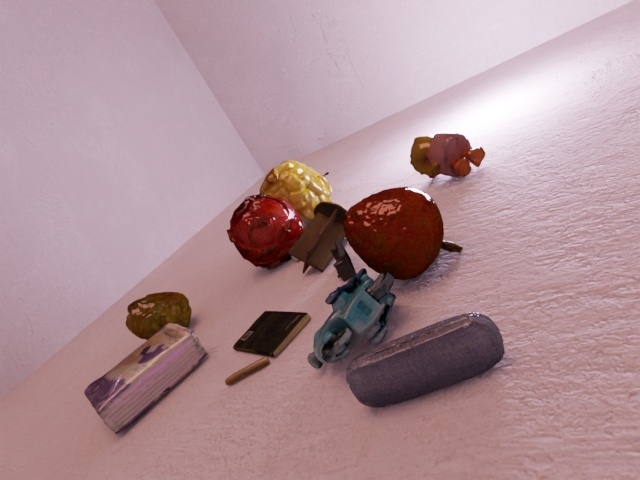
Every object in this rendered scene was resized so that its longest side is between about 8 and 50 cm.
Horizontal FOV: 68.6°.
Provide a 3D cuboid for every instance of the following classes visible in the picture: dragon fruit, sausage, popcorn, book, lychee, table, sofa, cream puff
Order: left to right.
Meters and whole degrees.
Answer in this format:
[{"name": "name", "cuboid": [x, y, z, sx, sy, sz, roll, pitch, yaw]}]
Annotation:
[{"name": "cream puff", "cuboid": [-0.609, 0.285, 1.780, 0.244, 0.196, 0.244, -8, 34, 5]}, {"name": "sausage", "cuboid": [-0.194, 0.343, 1.227, 0.132, 0.024, 0.024, -29, 18, 5]}, {"name": "dragon fruit", "cuboid": [-0.216, -0.035, 1.879, 0.295, 0.301, 0.296, -31, 37, 26]}, {"name": "book", "cuboid": [-0.145, 0.264, 1.353, 0.228, 0.024, 0.160, -9, 30, 51]}, {"name": "popcorn", "cuboid": [-0.123, -0.182, 2.122, 0.382, 0.348, 0.349, -55, 12, 17]}, {"name": "table", "cuboid": [0.000, 0.000, 1.631, 0.167, 0.167, 0.227, -12, 34, 46]}, {"name": "sofa", "cuboid": [0.060, 0.061, 1.456, 0.060, 0.085, 0.147, -27, 19, 5]}, {"name": "lychee", "cuboid": [0.209, -0.021, 1.202, 0.299, 0.255, 0.255, 2, 18, -5]}]

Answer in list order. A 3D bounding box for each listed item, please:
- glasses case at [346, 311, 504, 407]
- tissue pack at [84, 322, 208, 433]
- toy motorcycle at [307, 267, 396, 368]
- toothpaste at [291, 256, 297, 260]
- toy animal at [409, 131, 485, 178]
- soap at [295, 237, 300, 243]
[{"name": "glasses case", "cuboid": [0.177, 0.213, 0.816, 0.282, 0.109, 0.067, -27, 20, 16]}, {"name": "tissue pack", "cuboid": [-0.539, 0.409, 1.459, 0.343, 0.125, 0.242, -39, 18, -28]}, {"name": "toy motorcycle", "cuboid": [0.066, 0.180, 1.060, 0.260, 0.154, 0.206, -47, 0, -30]}, {"name": "toothpaste", "cuboid": [-0.040, 0.013, 1.830, 0.194, 0.043, 0.067, -38, 15, -37]}, {"name": "toy animal", "cuboid": [0.423, -0.304, 1.684, 0.195, 0.169, 0.281, -36, 19, -22]}, {"name": "soap", "cuboid": [0.000, -0.027, 1.775, 0.037, 0.092, 0.252, -21, 20, 42]}]
